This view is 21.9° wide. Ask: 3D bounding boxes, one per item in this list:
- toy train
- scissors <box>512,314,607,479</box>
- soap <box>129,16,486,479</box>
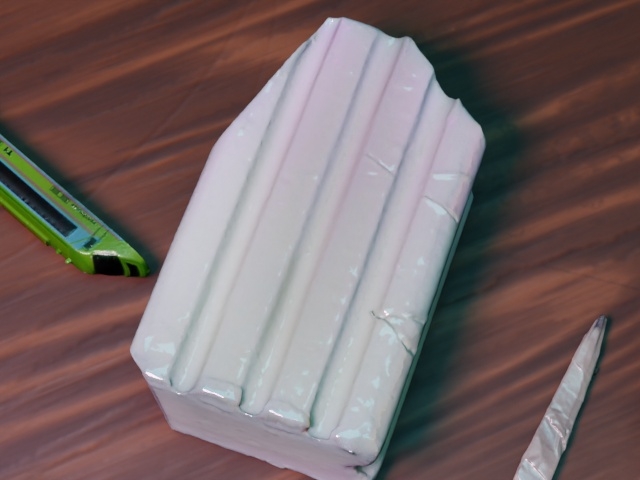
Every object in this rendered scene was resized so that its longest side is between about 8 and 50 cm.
[{"bbox_3d":[-0.231,-0.027,1.374,0.209,0.044,0.042,40,72,15],"label":"toy train"},{"bbox_3d":[0.166,0.187,1.300,0.109,0.022,0.300,25,69,6],"label":"scissors"},{"bbox_3d":[0.000,0.000,1.326,0.208,0.115,0.347,18,68,6],"label":"soap"}]
